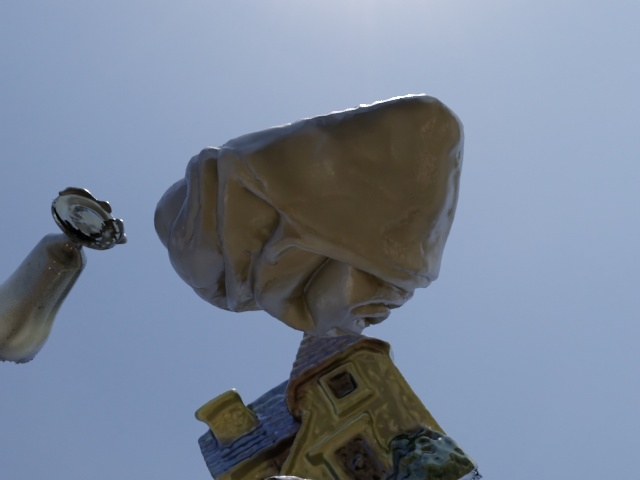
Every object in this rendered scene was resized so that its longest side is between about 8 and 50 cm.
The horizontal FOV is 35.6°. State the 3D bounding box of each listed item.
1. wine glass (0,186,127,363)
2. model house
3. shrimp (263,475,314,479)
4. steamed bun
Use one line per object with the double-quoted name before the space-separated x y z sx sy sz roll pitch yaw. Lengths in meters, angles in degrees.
"wine glass" -0.235 0.032 0.856 0.072 0.155 0.072 32 -153 -18
"model house" -0.001 0.255 1.190 0.321 0.261 0.266 -32 -109 -7
"shrimp" 0.017 0.218 0.620 0.132 0.187 0.051 -11 -44 -29
"steamed bun" -0.001 0.001 0.711 0.218 0.211 0.144 -12 -100 -14
